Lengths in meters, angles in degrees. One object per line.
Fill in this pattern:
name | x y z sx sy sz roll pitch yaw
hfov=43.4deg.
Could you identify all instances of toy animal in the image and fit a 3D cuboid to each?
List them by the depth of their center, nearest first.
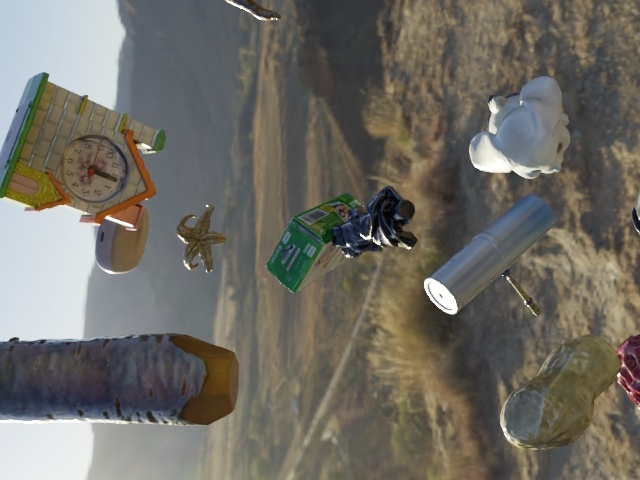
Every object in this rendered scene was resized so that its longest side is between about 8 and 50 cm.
toy animal | 0.478 -0.263 1.874 0.249 0.174 0.289 -57 14 -3

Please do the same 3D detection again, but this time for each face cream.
face cream | 0.289 0.020 1.361 0.077 0.250 0.077 43 157 24

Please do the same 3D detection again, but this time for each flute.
flute | 0.575 0.151 2.289 0.233 0.027 0.027 45 -154 -38

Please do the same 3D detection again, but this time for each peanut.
peanut | 0.396 0.246 1.297 0.124 0.257 0.123 38 147 30

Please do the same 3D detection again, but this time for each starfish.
starfish | -0.317 -0.004 2.162 0.053 0.150 0.209 45 124 47

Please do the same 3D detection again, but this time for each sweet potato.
sweet potato | -0.110 -0.340 1.143 0.026 0.115 0.026 -57 6 9

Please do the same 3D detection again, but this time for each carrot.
carrot | -0.253 0.169 0.976 0.114 0.302 0.114 -179 90 -88

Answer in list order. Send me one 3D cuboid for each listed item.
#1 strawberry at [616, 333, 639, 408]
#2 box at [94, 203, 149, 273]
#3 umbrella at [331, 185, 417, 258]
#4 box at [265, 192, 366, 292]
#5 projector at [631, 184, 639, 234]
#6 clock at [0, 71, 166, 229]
strawberry | 0.804 0.331 1.741 0.317 0.345 0.295 166 126 -85
box | -0.524 -0.010 2.125 0.146 0.088 0.200 -4 -70 -61
umbrella | 0.117 -0.031 1.626 0.272 0.110 0.121 155 112 -65
box | 0.000 0.000 1.856 0.250 0.103 0.180 -28 -26 -51
projector | 0.762 -0.031 1.222 0.242 0.395 0.405 85 162 -46
clock | -0.404 -0.132 1.377 0.106 0.255 0.219 3 74 56
